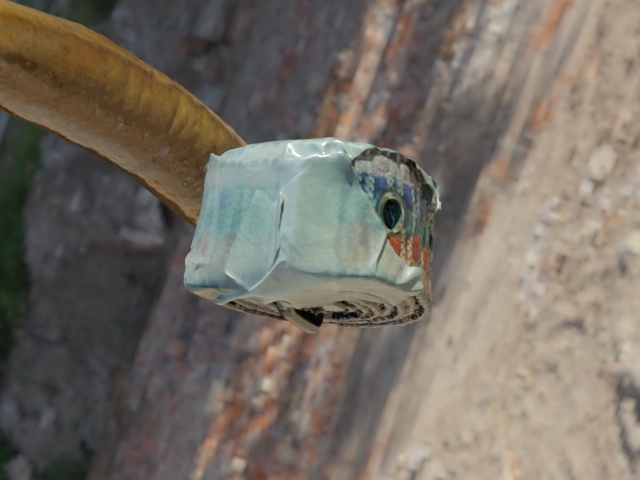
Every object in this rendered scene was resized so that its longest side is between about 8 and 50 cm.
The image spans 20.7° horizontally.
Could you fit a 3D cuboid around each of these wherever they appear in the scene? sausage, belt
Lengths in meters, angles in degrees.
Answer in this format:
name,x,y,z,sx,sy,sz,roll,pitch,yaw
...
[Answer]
name,x,y,z,sx,sy,sz,roll,pitch,yaw
sausage,-0.229,-0.143,1.932,0.123,0.501,0.136,8,72,47
belt,0.000,0.000,1.512,0.257,0.207,0.150,41,-129,-71
